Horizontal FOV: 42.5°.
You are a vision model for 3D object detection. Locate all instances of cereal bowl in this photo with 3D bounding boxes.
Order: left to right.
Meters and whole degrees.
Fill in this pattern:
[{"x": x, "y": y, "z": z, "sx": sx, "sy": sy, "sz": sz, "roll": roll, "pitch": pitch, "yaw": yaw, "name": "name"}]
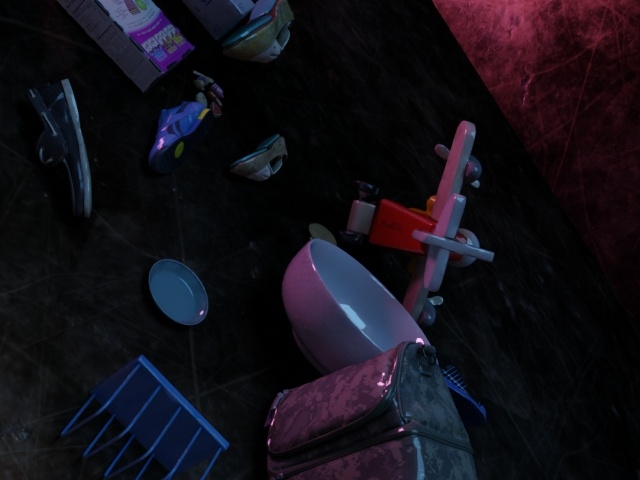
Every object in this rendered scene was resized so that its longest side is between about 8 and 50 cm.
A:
[{"x": 0.051, "y": 0.162, "z": 1.499, "sx": 0.339, "sy": 0.141, "sz": 0.339, "roll": 43, "pitch": 14, "yaw": -13, "name": "cereal bowl"}]

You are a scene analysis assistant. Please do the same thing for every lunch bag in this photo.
[{"x": 0.065, "y": 0.314, "z": 1.263, "sx": 0.212, "sy": 0.305, "sz": 0.256, "roll": 29, "pitch": 43, "yaw": -41, "name": "lunch bag"}]

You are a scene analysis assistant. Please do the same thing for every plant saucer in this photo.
[{"x": -0.234, "y": 0.087, "z": 1.329, "sx": 0.119, "sy": 0.021, "sz": 0.119, "roll": 35, "pitch": 36, "yaw": -30, "name": "plant saucer"}]

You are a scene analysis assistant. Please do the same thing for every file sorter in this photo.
[{"x": -0.232, "y": 0.261, "z": 1.072, "sx": 0.170, "sy": 0.118, "sz": 0.104, "roll": 48, "pitch": 35, "yaw": -12, "name": "file sorter"}]

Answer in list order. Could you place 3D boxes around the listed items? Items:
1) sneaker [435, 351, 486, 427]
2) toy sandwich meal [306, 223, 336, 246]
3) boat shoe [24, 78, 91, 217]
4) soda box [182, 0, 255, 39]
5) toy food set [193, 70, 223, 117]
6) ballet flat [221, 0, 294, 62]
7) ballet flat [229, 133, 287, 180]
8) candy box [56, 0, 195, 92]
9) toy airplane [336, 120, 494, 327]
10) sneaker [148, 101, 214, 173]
[{"x": 0.278, "y": 0.306, "z": 1.778, "sx": 0.232, "sy": 0.081, "sz": 0.090, "roll": 43, "pitch": 40, "yaw": -18, "name": "sneaker"}, {"x": 0.000, "y": 0.000, "z": 1.741, "sx": 0.085, "sy": 0.029, "sz": 0.085, "roll": 36, "pitch": 25, "yaw": -20, "name": "toy sandwich meal"}, {"x": -0.403, "y": -0.138, "z": 1.280, "sx": 0.079, "sy": 0.084, "sz": 0.233, "roll": -13, "pitch": 74, "yaw": -18, "name": "boat shoe"}, {"x": -0.284, "y": -0.601, "z": 1.857, "sx": 0.286, "sy": 0.098, "sz": 0.091, "roll": 48, "pitch": 31, "yaw": -11, "name": "soda box"}, {"x": -0.230, "y": -0.304, "z": 1.719, "sx": 0.078, "sy": 0.019, "sz": 0.122, "roll": 18, "pitch": 46, "yaw": -46, "name": "toy food set"}, {"x": -0.133, "y": -0.486, "z": 1.953, "sx": 0.123, "sy": 0.123, "sz": 0.348, "roll": 45, "pitch": 32, "yaw": -17, "name": "ballet flat"}, {"x": -0.117, "y": -0.161, "z": 1.696, "sx": 0.067, "sy": 0.073, "sz": 0.206, "roll": 65, "pitch": 32, "yaw": -13, "name": "ballet flat"}, {"x": -0.369, "y": -0.414, "z": 1.578, "sx": 0.233, "sy": 0.071, "sz": 0.159, "roll": 48, "pitch": 31, "yaw": -13, "name": "candy box"}, {"x": 0.241, "y": -0.005, "z": 1.731, "sx": 0.272, "sy": 0.386, "sz": 0.384, "roll": 16, "pitch": 48, "yaw": -31, "name": "toy airplane"}, {"x": -0.276, "y": -0.194, "z": 1.519, "sx": 0.082, "sy": 0.069, "sz": 0.209, "roll": 22, "pitch": 41, "yaw": 7, "name": "sneaker"}]
